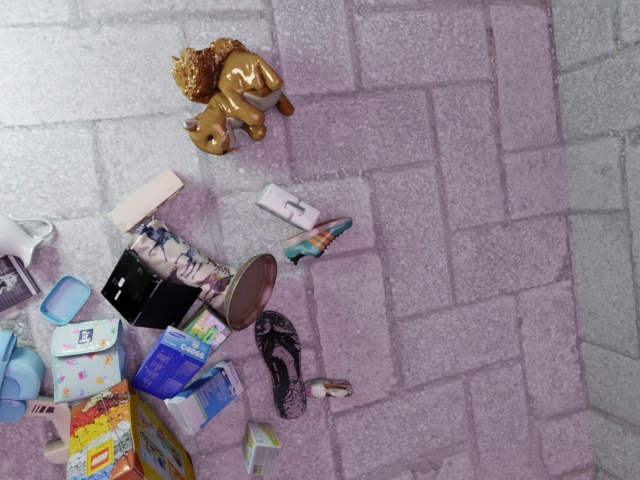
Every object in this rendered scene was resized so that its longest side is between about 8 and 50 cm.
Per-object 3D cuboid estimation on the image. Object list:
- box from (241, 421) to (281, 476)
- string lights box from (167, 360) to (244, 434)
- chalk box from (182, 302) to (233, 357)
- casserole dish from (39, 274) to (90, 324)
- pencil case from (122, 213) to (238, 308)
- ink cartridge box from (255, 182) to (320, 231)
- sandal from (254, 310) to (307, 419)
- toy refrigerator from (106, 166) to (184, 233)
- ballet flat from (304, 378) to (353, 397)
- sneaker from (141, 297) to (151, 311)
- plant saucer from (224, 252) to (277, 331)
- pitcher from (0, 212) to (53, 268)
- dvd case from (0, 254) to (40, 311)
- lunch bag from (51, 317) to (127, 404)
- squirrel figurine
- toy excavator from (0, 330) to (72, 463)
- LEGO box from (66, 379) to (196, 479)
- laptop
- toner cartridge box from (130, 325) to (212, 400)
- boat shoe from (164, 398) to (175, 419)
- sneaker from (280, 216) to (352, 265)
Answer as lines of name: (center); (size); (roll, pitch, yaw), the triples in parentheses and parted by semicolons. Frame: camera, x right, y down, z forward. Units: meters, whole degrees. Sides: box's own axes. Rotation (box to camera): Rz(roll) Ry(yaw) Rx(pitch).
box: (-0.230, 0.797, 1.717); (0.103, 0.203, 0.114); (14, 88, -17)
string lights box: (-0.416, 0.574, 1.646); (0.259, 0.077, 0.133); (-32, 104, -49)
chalk box: (-0.415, 0.328, 1.629); (0.132, 0.213, 0.132); (45, 80, -13)
casserole dish: (-0.899, 0.207, 1.576); (0.114, 0.037, 0.188); (37, 84, -15)
pencil case: (-0.489, 0.084, 1.621); (0.410, 0.160, 0.183); (34, 90, -15)
ink cartridge box: (-0.127, -0.124, 1.711); (0.218, 0.158, 0.092); (31, 84, -16)
sandal: (-0.140, 0.493, 1.765); (0.167, 0.107, 0.446); (-16, 92, -14)
toy refrigerator: (-0.618, -0.141, 1.600); (0.269, 0.102, 0.094); (-43, 103, -10)
ballet flat: (0.033, 0.620, 1.845); (0.221, 0.079, 0.077); (4, 95, -16)
sneaker: (-0.665, 0.216, 1.635); (0.170, 0.051, 0.089); (-13, 102, -11)
plant saucer: (-0.263, 0.185, 1.654); (0.050, 0.310, 0.310); (22, 87, 21)
pitcher: (-1.032, -0.030, 1.491); (0.207, 0.125, 0.178); (34, 60, -22)
dvd case: (-1.109, 0.161, 1.523); (0.221, 0.018, 0.164); (-29, 100, -11)
lunch bag: (-0.801, 0.410, 1.557); (0.223, 0.160, 0.262); (-8, 78, -11)
squirrel figurine: (-0.352, -0.509, 1.604); (0.370, 0.281, 0.397); (-43, 89, 1)
toy excavator: (-0.997, 0.530, 1.495); (0.445, 0.222, 0.433); (13, 91, -25)
LEGO box: (-0.582, 0.768, 1.446); (0.193, 0.372, 0.500); (-28, 123, -12)
laptop: (-0.596, 0.178, 1.571); (0.264, 0.136, 0.234); (42, 112, 9)
toner cartridge box: (-0.531, 0.442, 1.565); (0.165, 0.075, 0.348); (30, 128, -17)
boat shoe: (-0.526, 0.625, 1.654); (0.063, 0.066, 0.184); (-32, 141, -23)
sneaker: (0.000, 0.000, 1.788); (0.302, 0.108, 0.121); (-23, 100, -5)
